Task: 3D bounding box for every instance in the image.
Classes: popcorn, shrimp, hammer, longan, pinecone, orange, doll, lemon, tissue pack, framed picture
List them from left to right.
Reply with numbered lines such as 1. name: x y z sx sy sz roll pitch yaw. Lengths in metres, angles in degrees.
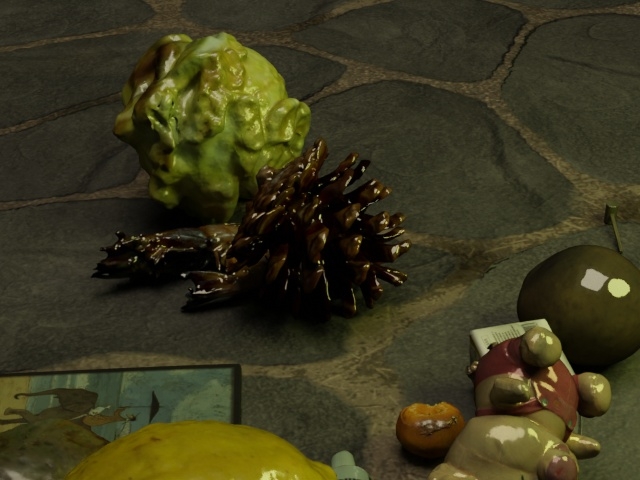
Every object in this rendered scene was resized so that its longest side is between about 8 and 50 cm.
1. framed picture: -0.271 0.239 1.736 0.346 0.016 0.265 -1 29 -1
2. lemon: -0.130 0.309 1.359 0.285 0.285 0.316 21 57 34
3. shrimp: -0.183 0.042 2.034 0.289 0.075 0.178 -5 30 -32
4. popcorn: -0.172 -0.168 2.169 0.312 0.312 0.312 -1 30 1
5. pinecone: 0.006 -0.004 1.928 0.264 0.264 0.264 -1 30 1
6. orange: 0.135 0.235 1.679 0.086 0.062 0.086 -6 14 1
7. doll: 0.226 0.237 1.535 0.196 0.152 0.256 26 66 -6
8. tissue pack: 0.256 0.181 1.728 0.106 0.099 0.149 -8 31 -5
9. longan: 0.352 0.087 1.837 0.187 0.167 0.167 -10 17 44
10. hammer: 0.458 -0.016 2.138 0.019 0.036 0.110 1 38 2

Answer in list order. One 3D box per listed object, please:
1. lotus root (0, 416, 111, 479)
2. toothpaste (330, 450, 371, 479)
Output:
1. lotus root: -0.335 0.318 1.477 0.210 0.142 0.314 22 39 32
2. toothpaste: 0.037 0.358 1.468 0.098 0.061 0.392 -1 32 -4
